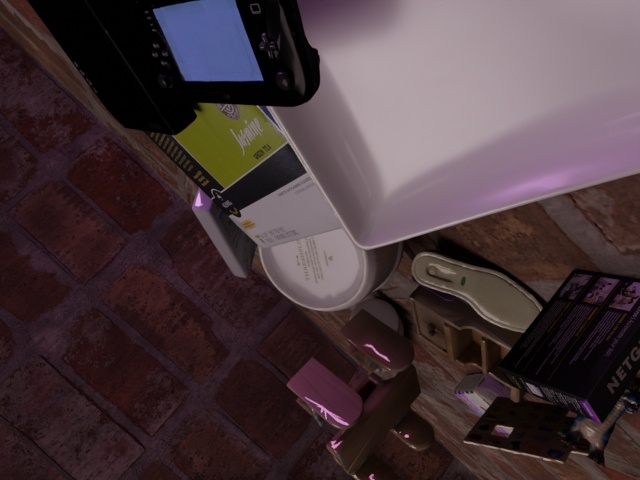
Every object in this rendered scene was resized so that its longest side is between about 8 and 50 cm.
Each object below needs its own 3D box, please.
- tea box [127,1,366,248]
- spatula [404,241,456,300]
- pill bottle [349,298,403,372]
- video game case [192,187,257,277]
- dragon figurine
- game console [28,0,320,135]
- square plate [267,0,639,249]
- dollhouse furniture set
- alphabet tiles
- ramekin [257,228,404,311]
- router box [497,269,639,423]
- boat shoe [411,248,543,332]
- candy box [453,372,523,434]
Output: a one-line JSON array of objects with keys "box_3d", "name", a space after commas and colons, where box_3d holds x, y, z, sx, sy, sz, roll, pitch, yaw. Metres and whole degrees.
[{"box_3d": [-0.066, -0.184, 0.684, 0.323, 0.220, 0.329, 45, 159, -14], "name": "tea box"}, {"box_3d": [0.158, 0.012, 1.053, 0.296, 0.084, 0.030, 44, 138, 24], "name": "spatula"}, {"box_3d": [0.164, 0.279, 1.591, 0.161, 0.161, 0.283, 37, 164, 22], "name": "pill bottle"}, {"box_3d": [-0.136, -0.119, 1.004, 0.036, 0.300, 0.329, 12, 160, 7], "name": "video game case"}, {"box_3d": [0.486, 0.299, 0.937, 0.085, 0.144, 0.289, 32, -178, 30], "name": "dragon figurine"}, {"box_3d": [-0.146, -0.184, 0.469, 0.361, 0.044, 0.213, 15, 145, 43], "name": "game console"}, {"box_3d": [0.084, -0.175, 0.388, 0.347, 0.049, 0.344, -18, 113, 39], "name": "square plate"}, {"box_3d": [0.197, 0.301, 1.052, 0.256, 0.394, 0.362, 31, 154, 38], "name": "dollhouse furniture set"}, {"box_3d": [0.441, 0.382, 1.105, 0.237, 0.198, 0.009, -2, 102, 39], "name": "alphabet tiles"}, {"box_3d": [0.009, 0.007, 1.000, 0.272, 0.127, 0.273, 10, 118, 20], "name": "ramekin"}, {"box_3d": [0.323, 0.119, 0.659, 0.046, 0.179, 0.133, 50, 164, -20], "name": "router box"}, {"box_3d": [0.274, 0.078, 0.928, 0.233, 0.084, 0.079, 28, -163, 26], "name": "boat shoe"}, {"box_3d": [0.456, 0.428, 1.423, 0.165, 0.070, 0.196, 41, 166, 9], "name": "candy box"}]
